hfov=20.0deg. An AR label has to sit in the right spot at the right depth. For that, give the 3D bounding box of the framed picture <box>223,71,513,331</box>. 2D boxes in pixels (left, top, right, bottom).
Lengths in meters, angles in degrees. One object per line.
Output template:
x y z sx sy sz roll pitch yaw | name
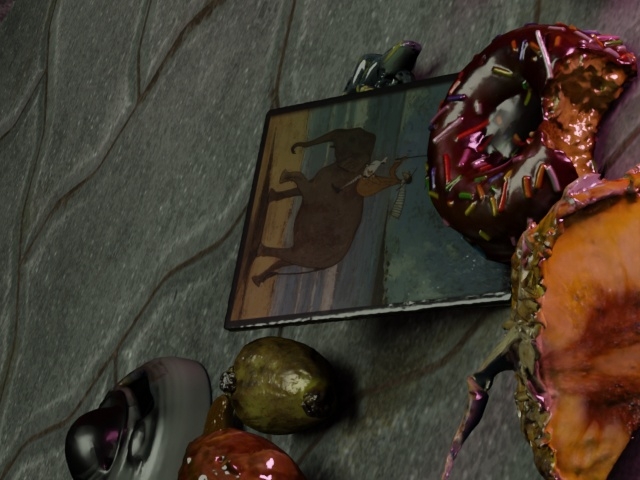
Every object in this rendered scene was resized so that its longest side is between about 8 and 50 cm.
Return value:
0.062 -0.042 1.805 0.347 0.016 0.265 -6 61 36 | framed picture

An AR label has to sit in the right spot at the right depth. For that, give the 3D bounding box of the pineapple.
0.197 0.047 1.429 0.334 0.158 0.161 -68 23 6 | pineapple

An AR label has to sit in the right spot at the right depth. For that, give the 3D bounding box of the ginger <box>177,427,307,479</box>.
-0.095 0.362 1.805 0.418 0.176 0.254 -89 25 -48 | ginger

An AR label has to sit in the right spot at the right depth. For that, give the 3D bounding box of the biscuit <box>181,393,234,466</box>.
-0.114 0.279 2.092 0.138 0.031 0.205 -61 24 20 | biscuit

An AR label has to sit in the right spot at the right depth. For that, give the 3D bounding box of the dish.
-0.257 0.263 2.300 0.273 0.134 0.273 -46 32 41 | dish

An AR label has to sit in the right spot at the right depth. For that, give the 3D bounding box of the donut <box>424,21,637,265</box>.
0.180 -0.096 1.636 0.216 0.096 0.230 11 79 55 | donut

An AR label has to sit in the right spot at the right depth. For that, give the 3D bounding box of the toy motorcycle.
0.064 -0.162 2.025 0.193 0.061 0.124 133 142 -58 | toy motorcycle

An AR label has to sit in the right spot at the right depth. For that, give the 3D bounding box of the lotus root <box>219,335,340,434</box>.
-0.029 0.160 1.939 0.191 0.094 0.108 2 106 56 | lotus root
